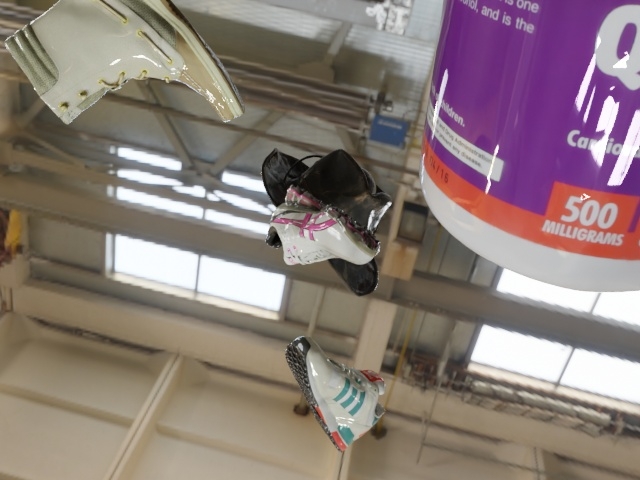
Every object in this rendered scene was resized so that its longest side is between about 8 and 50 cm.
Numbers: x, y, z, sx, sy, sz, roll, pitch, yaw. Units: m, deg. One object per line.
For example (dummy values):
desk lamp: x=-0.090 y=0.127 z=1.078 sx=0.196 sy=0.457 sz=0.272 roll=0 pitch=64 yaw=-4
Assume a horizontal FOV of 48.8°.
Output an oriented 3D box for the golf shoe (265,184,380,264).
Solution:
golf shoe: x=0.000 y=0.000 z=0.798 sx=0.067 sy=0.086 sz=0.186 roll=33 pitch=178 yaw=-32

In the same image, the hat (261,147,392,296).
hat: x=0.045 y=-0.067 z=1.225 sx=0.331 sy=0.134 sz=0.331 roll=48 pitch=-163 yaw=-20

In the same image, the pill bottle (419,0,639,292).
pill bottle: x=0.155 y=-0.145 z=0.341 sx=0.181 sy=0.323 sz=0.182 roll=2 pitch=-144 yaw=-1

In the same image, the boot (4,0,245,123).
boot: x=-0.198 y=-0.172 z=0.731 sx=0.213 sy=0.165 sz=0.077 roll=48 pitch=-178 yaw=-12

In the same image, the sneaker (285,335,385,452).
sneaker: x=0.021 y=0.139 z=0.698 sx=0.075 sy=0.161 sz=0.057 roll=-30 pitch=-141 yaw=-12
